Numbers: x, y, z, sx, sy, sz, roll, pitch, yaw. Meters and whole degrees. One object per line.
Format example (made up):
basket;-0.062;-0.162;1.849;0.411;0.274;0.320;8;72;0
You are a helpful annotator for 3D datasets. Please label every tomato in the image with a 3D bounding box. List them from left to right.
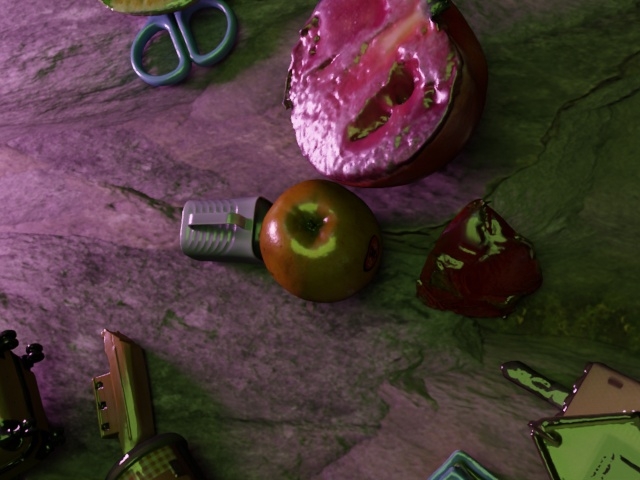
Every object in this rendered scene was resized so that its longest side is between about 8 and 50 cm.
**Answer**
tomato;0.102;-0.228;1.279;0.290;0.176;0.334;-34;63;28

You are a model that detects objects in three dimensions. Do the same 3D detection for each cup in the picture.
cup;-0.138;-0.017;1.319;0.129;0.128;0.095;-1;78;20

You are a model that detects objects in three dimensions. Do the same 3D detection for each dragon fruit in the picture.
dragon fruit;0.206;0.044;1.200;0.161;0.127;0.120;-43;60;3

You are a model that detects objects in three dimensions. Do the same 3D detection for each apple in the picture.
apple;0.000;0.000;1.253;0.182;0.155;0.182;-4;74;14

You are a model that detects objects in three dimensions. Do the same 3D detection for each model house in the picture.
model house;0.318;0.227;1.073;0.279;0.218;0.205;32;86;26

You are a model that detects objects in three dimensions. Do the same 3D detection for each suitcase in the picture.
suitcase;-0.509;0.273;1.325;0.235;0.143;0.194;-29;60;6

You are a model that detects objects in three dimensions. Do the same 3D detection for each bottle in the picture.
bottle;-0.178;0.401;1.207;0.156;0.143;0.271;-23;60;-34

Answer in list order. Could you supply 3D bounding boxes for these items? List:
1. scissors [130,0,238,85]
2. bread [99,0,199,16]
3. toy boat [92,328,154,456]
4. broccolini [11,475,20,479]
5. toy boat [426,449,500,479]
scissors;-0.283;-0.468;1.533;0.193;0.029;0.447;-26;68;9
bread;-0.269;-0.495;1.498;0.301;0.045;0.301;-5;66;12
toy boat;-0.302;0.230;1.346;0.077;0.057;0.200;-18;71;19
broccolini;-0.471;0.365;1.376;0.054;0.051;0.239;-7;67;19
toy boat;0.245;0.415;1.084;0.145;0.133;0.332;-44;68;2
